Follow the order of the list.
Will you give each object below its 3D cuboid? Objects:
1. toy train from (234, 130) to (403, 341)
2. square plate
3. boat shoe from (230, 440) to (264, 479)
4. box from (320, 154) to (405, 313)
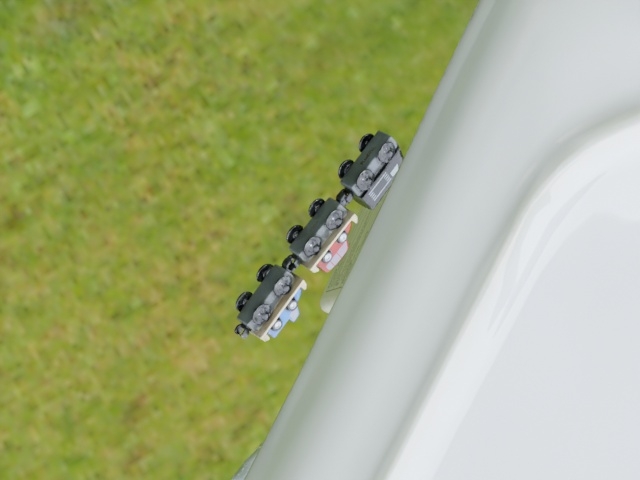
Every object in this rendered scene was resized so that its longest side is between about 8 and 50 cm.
[{"bbox_3d":[0.000,0.000,1.135,0.158,0.027,0.036,-52,136,-7],"label":"toy train"},{"bbox_3d":[0.133,0.127,0.450,0.344,0.347,0.049,-62,170,-5],"label":"square plate"},{"bbox_3d":[-0.008,0.287,1.613,0.081,0.227,0.079,-36,-170,-32],"label":"boat shoe"},{"bbox_3d":[0.108,0.007,1.450,0.148,0.121,0.311,-66,-172,-8],"label":"box"}]
